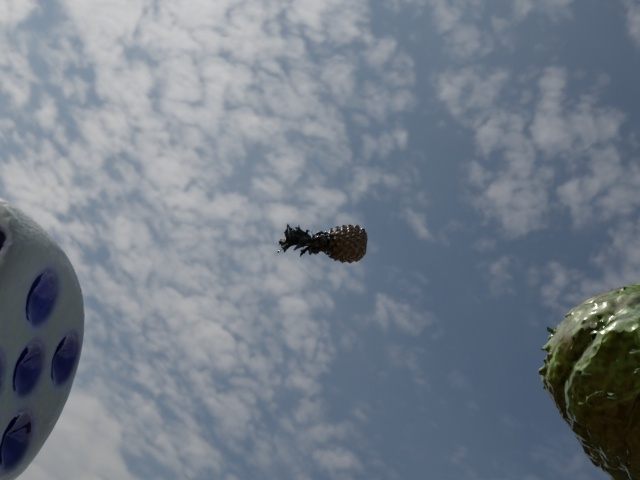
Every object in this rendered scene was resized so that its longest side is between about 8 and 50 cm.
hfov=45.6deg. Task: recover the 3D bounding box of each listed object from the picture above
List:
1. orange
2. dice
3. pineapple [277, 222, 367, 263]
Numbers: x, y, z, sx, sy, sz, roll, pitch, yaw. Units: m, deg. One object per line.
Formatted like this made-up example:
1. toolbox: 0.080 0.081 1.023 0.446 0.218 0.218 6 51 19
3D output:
1. orange: 0.386 0.172 0.822 0.301 0.300 0.223 16 -79 6
2. dice: -0.488 0.130 0.974 0.277 0.304 0.304 14 -43 10
3. pineapple: 0.000 0.000 1.029 0.058 0.124 0.058 -173 -90 -70
